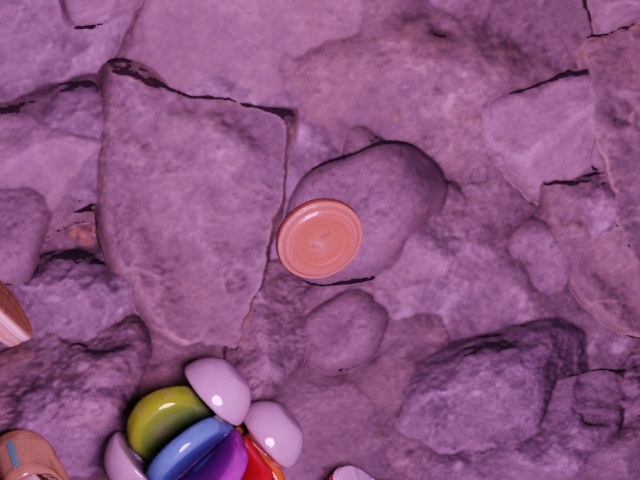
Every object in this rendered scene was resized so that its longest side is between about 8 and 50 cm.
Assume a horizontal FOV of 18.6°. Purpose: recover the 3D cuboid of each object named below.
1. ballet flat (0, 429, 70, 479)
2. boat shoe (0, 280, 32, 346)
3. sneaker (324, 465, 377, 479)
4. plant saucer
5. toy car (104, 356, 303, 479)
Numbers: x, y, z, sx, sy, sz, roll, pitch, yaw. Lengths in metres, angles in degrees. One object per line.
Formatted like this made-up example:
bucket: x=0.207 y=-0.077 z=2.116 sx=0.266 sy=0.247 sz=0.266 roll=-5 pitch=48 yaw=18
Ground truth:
ballet flat: x=-0.249 y=0.280 z=1.879 sx=0.080 sy=0.073 sz=0.232 roll=-31 pitch=125 yaw=1
boat shoe: x=-0.328 y=0.042 z=1.722 sx=0.059 sy=0.063 sz=0.170 roll=-42 pitch=114 yaw=11
sneaker: x=0.052 y=0.279 z=2.005 sx=0.158 sy=0.061 sz=0.065 roll=34 pitch=131 yaw=-31
plant saucer: x=0.000 y=0.000 z=1.836 sx=0.083 sy=0.013 sz=0.083 roll=-9 pitch=122 yaw=-15
toy car: x=-0.103 y=0.215 z=1.853 sx=0.159 sy=0.136 sz=0.182 roll=-42 pitch=124 yaw=8
